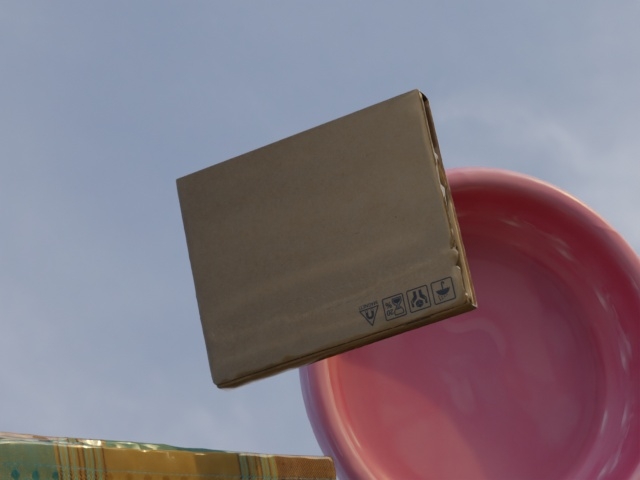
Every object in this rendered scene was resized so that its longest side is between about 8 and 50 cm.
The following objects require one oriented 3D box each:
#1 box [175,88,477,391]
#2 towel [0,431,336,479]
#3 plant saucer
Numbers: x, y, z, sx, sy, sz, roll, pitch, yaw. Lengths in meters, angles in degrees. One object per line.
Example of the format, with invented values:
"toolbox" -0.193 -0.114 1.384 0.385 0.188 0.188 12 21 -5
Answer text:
"box" 0.000 0.000 1.403 0.201 0.164 0.021 -20 -21 22
"towel" -0.116 0.259 1.266 0.370 0.271 0.040 8 -23 -42
"plant saucer" 0.133 0.107 1.648 0.332 0.332 0.084 -29 -5 -24
